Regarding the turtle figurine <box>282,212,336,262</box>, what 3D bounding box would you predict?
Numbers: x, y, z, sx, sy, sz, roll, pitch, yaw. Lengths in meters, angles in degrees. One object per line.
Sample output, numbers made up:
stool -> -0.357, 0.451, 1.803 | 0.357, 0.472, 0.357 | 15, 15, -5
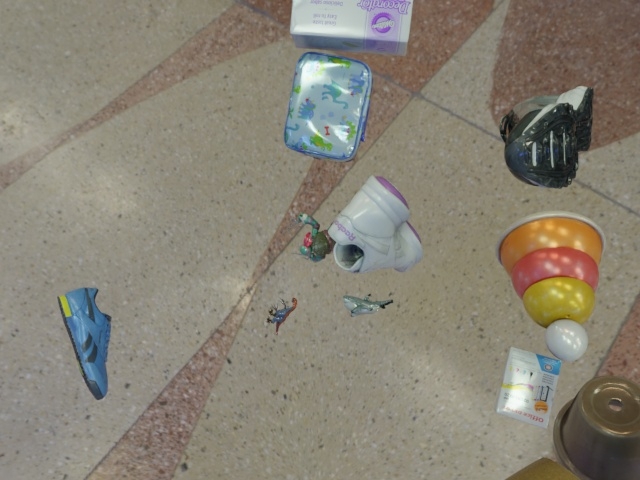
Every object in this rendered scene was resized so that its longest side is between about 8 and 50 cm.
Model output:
turtle figurine -> 0.000, 0.000, 1.543 | 0.234, 0.175, 0.118 | -20, 34, -30

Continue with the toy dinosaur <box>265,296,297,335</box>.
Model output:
toy dinosaur -> -0.077, 0.153, 1.068 | 0.082, 0.090, 0.047 | -13, 32, 29

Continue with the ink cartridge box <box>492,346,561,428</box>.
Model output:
ink cartridge box -> 0.720, 0.513, 1.748 | 0.171, 0.168, 0.233 | 14, 80, 20

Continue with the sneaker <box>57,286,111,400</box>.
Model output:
sneaker -> -0.416, 0.184, 0.922 | 0.082, 0.069, 0.209 | -15, 76, -34

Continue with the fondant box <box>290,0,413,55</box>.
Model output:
fondant box -> 0.076, -0.561, 1.012 | 0.238, 0.096, 0.331 | 6, 95, 5

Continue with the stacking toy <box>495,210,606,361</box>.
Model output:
stacking toy -> 0.759, 0.174, 1.608 | 0.350, 0.351, 0.480 | 9, 51, 4

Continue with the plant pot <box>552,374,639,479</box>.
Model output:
plant pot -> 0.673, 0.435, 1.150 | 0.263, 0.229, 0.263 | -15, 41, 13

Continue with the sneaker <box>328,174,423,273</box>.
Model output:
sneaker -> 0.093, 0.000, 0.892 | 0.152, 0.305, 0.114 | -44, 61, -1

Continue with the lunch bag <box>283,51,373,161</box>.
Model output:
lunch bag -> 0.020, -0.286, 1.089 | 0.176, 0.090, 0.219 | 12, 97, 6

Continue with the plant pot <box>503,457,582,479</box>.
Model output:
plant pot -> 0.333, 0.490, 0.795 | 0.237, 0.237, 0.254 | 41, 76, 19

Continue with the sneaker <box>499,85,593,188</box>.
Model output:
sneaker -> 0.280, -0.133, 0.647 | 0.108, 0.100, 0.271 | 4, 23, 35

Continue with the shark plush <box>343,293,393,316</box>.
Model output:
shark plush -> 0.157, 0.206, 1.645 | 0.161, 0.073, 0.067 | -9, 70, 12
